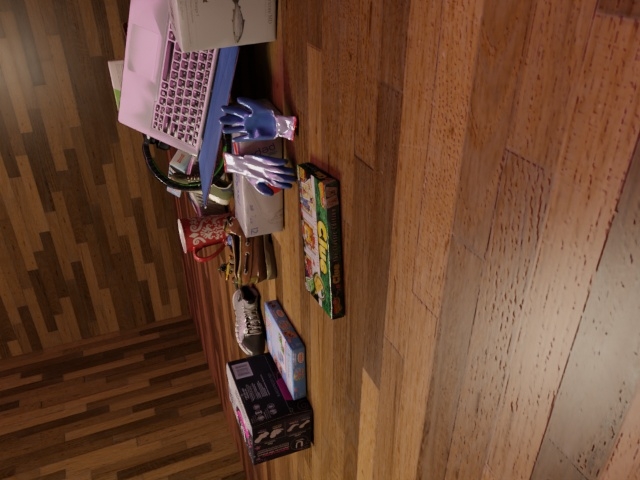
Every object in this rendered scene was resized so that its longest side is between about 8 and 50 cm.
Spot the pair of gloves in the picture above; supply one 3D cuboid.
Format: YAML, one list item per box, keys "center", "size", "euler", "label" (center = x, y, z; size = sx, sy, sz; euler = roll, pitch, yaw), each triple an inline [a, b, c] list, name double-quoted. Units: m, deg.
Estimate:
- center: [-0.121, -0.177, 1.067]
  size: [0.023, 0.160, 0.198]
  euler: [-61, -20, -53]
  label: "pair of gloves"

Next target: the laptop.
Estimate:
- center: [-0.344, -0.349, 1.253]
  size: [0.236, 0.408, 0.381]
  euler: [-50, -18, -58]
  label: "laptop"

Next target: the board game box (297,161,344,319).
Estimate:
- center: [0.000, 0.000, 0.991]
  size: [0.136, 0.030, 0.259]
  euler: [-141, 42, -57]
  label: "board game box"

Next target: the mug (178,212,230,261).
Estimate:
- center: [-0.364, -0.014, 1.782]
  size: [0.113, 0.170, 0.150]
  euler: [-178, 76, -70]
  label: "mug"

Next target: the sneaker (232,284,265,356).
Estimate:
- center: [-0.215, 0.231, 1.649]
  size: [0.132, 0.086, 0.228]
  euler: [116, 139, -57]
  label: "sneaker"

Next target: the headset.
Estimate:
- center: [-0.382, -0.334, 1.521]
  size: [0.185, 0.244, 0.393]
  euler: [-171, 69, -69]
  label: "headset"

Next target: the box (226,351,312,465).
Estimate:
- center: [-0.140, 0.430, 1.434]
  size: [0.247, 0.164, 0.142]
  euler: [-130, 35, -54]
  label: "box"

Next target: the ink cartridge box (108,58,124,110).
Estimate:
- center: [-0.585, -0.540, 1.930]
  size: [0.115, 0.273, 0.198]
  euler: [-154, 55, -69]
  label: "ink cartridge box"

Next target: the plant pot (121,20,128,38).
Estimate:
- center: [-0.477, -0.577, 1.731]
  size: [0.187, 0.212, 0.212]
  euler: [85, 163, -56]
  label: "plant pot"

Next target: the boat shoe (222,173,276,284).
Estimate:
- center: [-0.191, -0.039, 1.380]
  size: [0.111, 0.105, 0.307]
  euler: [173, 85, -71]
  label: "boat shoe"

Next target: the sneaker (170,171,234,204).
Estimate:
- center: [-0.351, -0.182, 1.657]
  size: [0.064, 0.192, 0.086]
  euler: [-84, 20, -52]
  label: "sneaker"

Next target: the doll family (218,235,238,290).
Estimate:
- center: [-0.265, 0.053, 1.674]
  size: [0.111, 0.076, 0.192]
  euler: [152, 130, -68]
  label: "doll family"

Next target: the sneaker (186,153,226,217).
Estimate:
- center: [-0.384, -0.185, 1.802]
  size: [0.127, 0.126, 0.321]
  euler: [54, 151, 41]
  label: "sneaker"

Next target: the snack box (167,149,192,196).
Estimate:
- center: [-0.458, -0.278, 1.897]
  size: [0.187, 0.060, 0.322]
  euler: [-63, 10, -18]
  label: "snack box"

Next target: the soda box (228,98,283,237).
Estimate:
- center: [-0.138, -0.152, 1.185]
  size: [0.098, 0.091, 0.286]
  euler: [-124, 29, -50]
  label: "soda box"

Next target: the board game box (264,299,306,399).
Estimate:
- center: [-0.092, 0.274, 1.394]
  size: [0.211, 0.039, 0.160]
  euler: [-132, 35, -53]
  label: "board game box"

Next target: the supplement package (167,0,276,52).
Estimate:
- center: [-0.182, -0.426, 1.003]
  size: [0.105, 0.180, 0.105]
  euler: [94, 155, -46]
  label: "supplement package"
